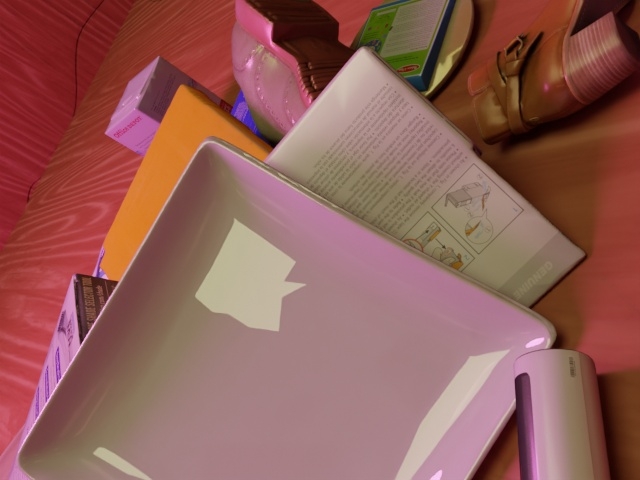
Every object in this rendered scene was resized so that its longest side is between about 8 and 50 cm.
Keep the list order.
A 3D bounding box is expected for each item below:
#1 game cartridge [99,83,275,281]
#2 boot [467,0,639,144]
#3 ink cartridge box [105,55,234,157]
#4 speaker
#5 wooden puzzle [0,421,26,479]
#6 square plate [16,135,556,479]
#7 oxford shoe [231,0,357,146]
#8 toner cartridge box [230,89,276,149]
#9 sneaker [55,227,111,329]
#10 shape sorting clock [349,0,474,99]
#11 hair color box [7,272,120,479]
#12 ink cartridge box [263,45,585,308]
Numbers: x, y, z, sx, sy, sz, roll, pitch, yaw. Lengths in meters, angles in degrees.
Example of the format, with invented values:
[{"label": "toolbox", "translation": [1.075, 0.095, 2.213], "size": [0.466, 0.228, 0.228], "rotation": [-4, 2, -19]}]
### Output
[{"label": "game cartridge", "translation": [-0.142, -0.003, 0.800], "size": [0.324, 0.053, 0.285], "rotation": [42, 108, 40]}, {"label": "boot", "translation": [0.207, -0.191, 0.613], "size": [0.152, 0.073, 0.197], "rotation": [-30, 39, 44]}, {"label": "ink cartridge box", "translation": [-0.269, -0.216, 1.185], "size": [0.128, 0.176, 0.127], "rotation": [-18, 49, 46]}, {"label": "speaker", "translation": [0.154, 0.141, 0.414], "size": [0.055, 0.055, 0.136], "rotation": [-26, 44, 41]}, {"label": "wooden puzzle", "translation": [-0.465, 0.390, 1.072], "size": [0.221, 0.044, 0.238], "rotation": [-51, 37, 10]}, {"label": "square plate", "translation": [-0.045, 0.134, 0.547], "size": [0.344, 0.049, 0.347], "rotation": [30, 89, 19]}, {"label": "oxford shoe", "translation": [0.004, -0.154, 0.784], "size": [0.397, 0.141, 0.146], "rotation": [59, 142, 36]}, {"label": "toner cartridge box", "translation": [-0.096, -0.100, 0.944], "size": [0.165, 0.075, 0.347], "rotation": [-6, 59, 50]}, {"label": "sneaker", "translation": [-0.259, 0.089, 0.979], "size": [0.236, 0.130, 0.322], "rotation": [21, 76, 48]}, {"label": "shape sorting clock", "translation": [0.104, -0.239, 0.819], "size": [0.206, 0.040, 0.206], "rotation": [-27, 48, 34]}, {"label": "hair color box", "translation": [-0.272, 0.232, 0.742], "size": [0.338, 0.110, 0.185], "rotation": [-68, 30, 17]}, {"label": "ink cartridge box", "translation": [0.037, 0.021, 0.604], "size": [0.261, 0.066, 0.296], "rotation": [47, 107, 14]}]
